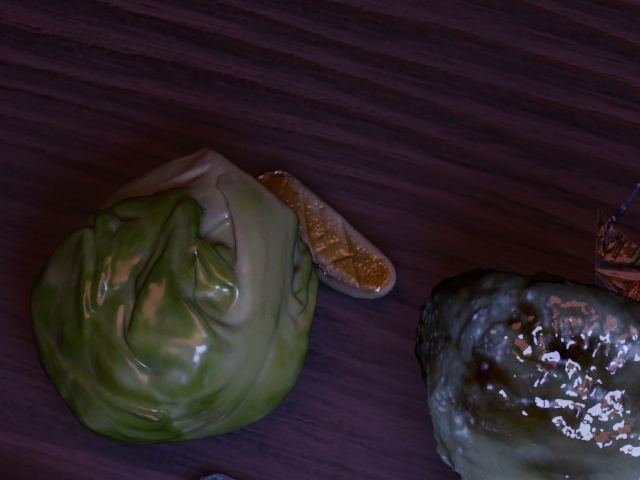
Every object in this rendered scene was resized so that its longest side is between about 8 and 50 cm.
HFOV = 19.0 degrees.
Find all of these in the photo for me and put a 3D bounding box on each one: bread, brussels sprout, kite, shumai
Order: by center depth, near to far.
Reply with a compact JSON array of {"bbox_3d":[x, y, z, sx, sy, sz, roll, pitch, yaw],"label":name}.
[{"bbox_3d":[0.244,0.242,1.835,0.395,0.395,0.348,14,77,13],"label":"shumai"},{"bbox_3d":[-0.153,0.070,2.025,0.328,0.247,0.328,-3,72,8],"label":"brussels sprout"},{"bbox_3d":[0.359,0.033,2.088,0.160,0.010,0.183,-43,69,-10],"label":"kite"},{"bbox_3d":[-0.001,-0.001,2.131,0.073,0.053,0.214,-43,66,-14],"label":"bread"}]

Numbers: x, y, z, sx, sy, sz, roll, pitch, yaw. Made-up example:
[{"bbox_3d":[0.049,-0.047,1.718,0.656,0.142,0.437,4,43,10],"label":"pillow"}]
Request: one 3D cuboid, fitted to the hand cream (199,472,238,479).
[{"bbox_3d":[-0.059,0.308,2.020,0.175,0.046,0.095,25,73,10],"label":"hand cream"}]
